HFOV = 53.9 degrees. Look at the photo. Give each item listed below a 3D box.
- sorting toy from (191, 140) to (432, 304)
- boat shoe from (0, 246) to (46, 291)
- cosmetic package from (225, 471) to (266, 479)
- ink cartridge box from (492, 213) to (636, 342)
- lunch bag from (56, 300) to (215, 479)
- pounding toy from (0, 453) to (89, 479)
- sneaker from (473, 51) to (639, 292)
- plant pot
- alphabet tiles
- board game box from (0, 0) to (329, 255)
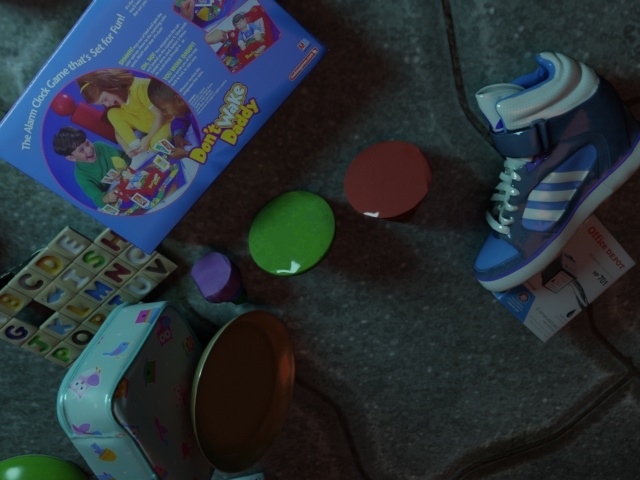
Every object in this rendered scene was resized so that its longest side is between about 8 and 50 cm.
[{"bbox_3d":[0.000,0.000,0.902,0.365,0.127,0.126,-29,148,6],"label":"sorting toy"},{"bbox_3d":[-0.396,0.051,0.857,0.133,0.042,0.049,-28,116,1],"label":"boat shoe"},{"bbox_3d":[-0.215,0.616,1.153,0.284,0.097,0.377,-9,118,-5],"label":"cosmetic package"},{"bbox_3d":[0.373,0.046,0.999,0.140,0.082,0.191,39,104,-26],"label":"ink cartridge box"},{"bbox_3d":[-0.229,0.233,0.882,0.108,0.224,0.279,-5,127,18],"label":"lunch bag"},{"bbox_3d":[-0.490,0.456,1.001,0.237,0.110,0.183,-22,119,-1],"label":"pounding toy"},{"bbox_3d":[0.273,-0.104,0.888,0.236,0.130,0.323,36,109,-15],"label":"sneaker"},{"bbox_3d":[-0.115,0.218,0.928,0.032,0.236,0.236,3,124,31],"label":"plant pot"},{"bbox_3d":[-0.324,0.082,0.881,0.237,0.009,0.198,-41,131,10],"label":"alphabet tiles"},{"bbox_3d":[-0.194,-0.181,0.761,0.233,0.078,0.347,38,103,-26],"label":"board game box"}]
